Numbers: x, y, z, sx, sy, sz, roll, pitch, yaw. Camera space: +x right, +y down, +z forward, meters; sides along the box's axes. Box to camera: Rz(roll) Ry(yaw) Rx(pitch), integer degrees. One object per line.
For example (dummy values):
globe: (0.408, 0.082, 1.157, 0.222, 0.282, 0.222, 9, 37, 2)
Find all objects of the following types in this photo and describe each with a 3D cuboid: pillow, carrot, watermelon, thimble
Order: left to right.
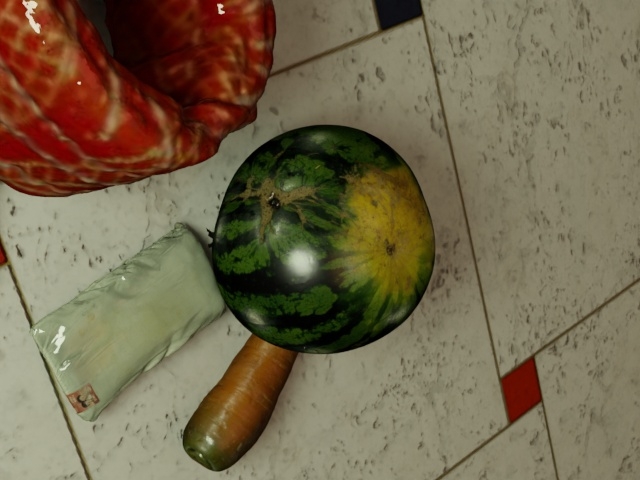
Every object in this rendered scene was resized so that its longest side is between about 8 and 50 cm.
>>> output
thimble: (-0.213, -0.221, 0.947, 0.350, 0.231, 0.350, 12, 74, -49)
pillow: (-0.208, 0.089, 1.154, 0.229, 0.051, 0.128, -39, 111, -30)
carrot: (-0.090, 0.189, 1.246, 0.193, 0.087, 0.087, -54, 125, -25)
watermelon: (0.005, 0.000, 1.189, 0.269, 0.269, 0.269, -6, 100, -38)
